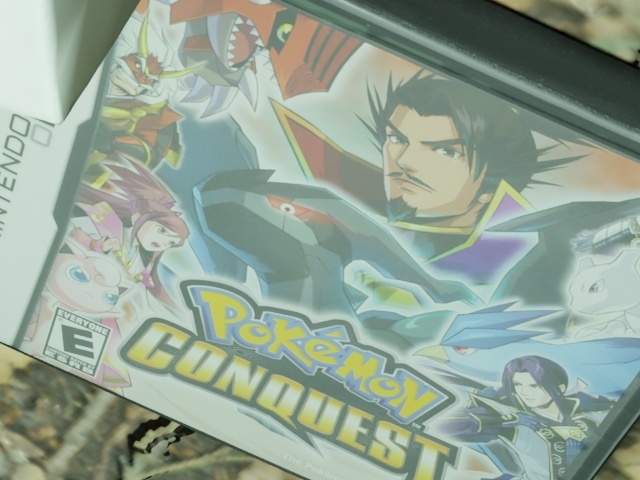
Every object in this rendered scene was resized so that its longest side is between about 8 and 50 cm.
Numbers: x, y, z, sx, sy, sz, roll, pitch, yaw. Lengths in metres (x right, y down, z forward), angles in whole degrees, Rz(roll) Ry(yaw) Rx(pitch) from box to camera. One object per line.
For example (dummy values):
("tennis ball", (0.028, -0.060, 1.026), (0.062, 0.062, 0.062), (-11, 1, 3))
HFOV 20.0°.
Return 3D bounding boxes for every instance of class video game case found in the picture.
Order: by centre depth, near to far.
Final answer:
("video game case", (0.000, 0.000, 0.679), (0.274, 0.035, 0.248), (24, 136, -1))

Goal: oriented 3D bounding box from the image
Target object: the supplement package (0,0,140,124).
("supplement package", (-0.094, -0.197, 0.405), (0.145, 0.204, 0.262), (12, 135, 11))
